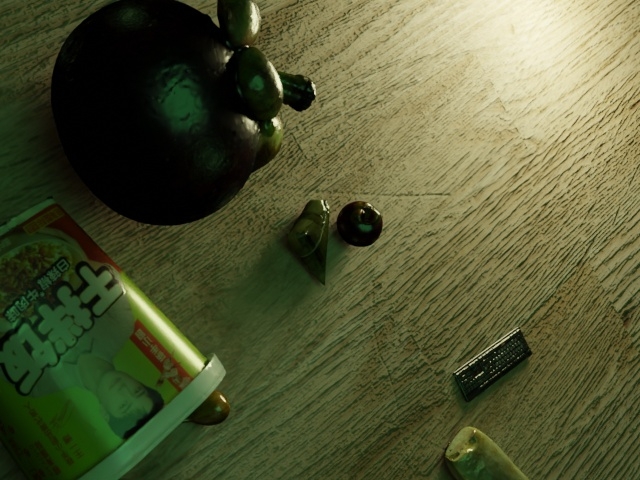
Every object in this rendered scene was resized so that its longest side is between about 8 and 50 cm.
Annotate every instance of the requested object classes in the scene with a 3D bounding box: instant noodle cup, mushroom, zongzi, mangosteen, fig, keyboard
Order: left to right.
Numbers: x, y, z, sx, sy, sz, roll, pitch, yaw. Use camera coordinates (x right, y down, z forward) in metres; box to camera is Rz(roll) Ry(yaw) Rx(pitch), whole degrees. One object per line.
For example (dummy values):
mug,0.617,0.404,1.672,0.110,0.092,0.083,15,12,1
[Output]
instant noodle cup,-0.323,0.134,1.086,0.294,0.294,0.307,-41,96,-33
mangosteen,-0.204,-0.183,1.193,0.330,0.330,0.329,8,75,-33
fig,-0.174,0.249,1.282,0.083,0.050,0.050,-11,86,-18
zongzi,0.000,0.000,1.456,0.113,0.052,0.104,55,49,-27
mangosteen,0.069,-0.028,1.486,0.081,0.081,0.080,8,75,-33
keyboard,0.325,0.230,1.643,0.198,0.010,0.063,-27,93,-35
mushroom,0.340,0.459,1.564,0.312,0.081,0.100,45,55,-13
